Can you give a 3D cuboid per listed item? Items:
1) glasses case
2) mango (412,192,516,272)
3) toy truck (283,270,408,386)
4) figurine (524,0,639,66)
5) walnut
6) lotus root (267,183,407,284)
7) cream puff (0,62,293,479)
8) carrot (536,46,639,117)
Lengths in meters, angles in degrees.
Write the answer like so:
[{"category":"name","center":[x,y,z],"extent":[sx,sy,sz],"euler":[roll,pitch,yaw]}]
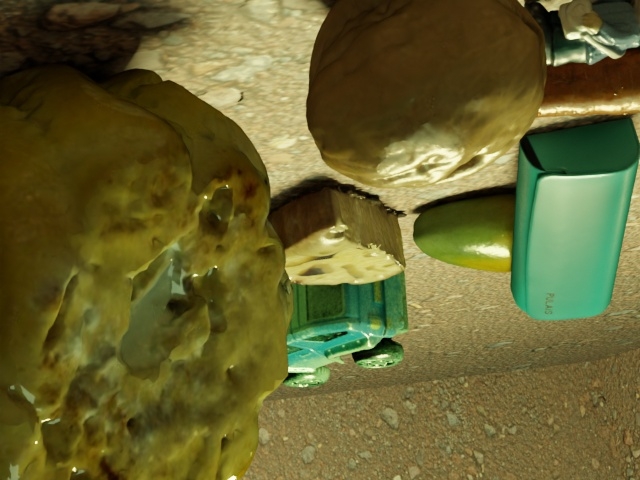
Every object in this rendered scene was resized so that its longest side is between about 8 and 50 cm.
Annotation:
[{"category":"glasses case","center":[0.267,-0.011,1.480],"extent":[0.117,0.070,0.301],"euler":[-10,150,1]},{"category":"mango","center":[0.204,-0.010,1.627],"extent":[0.195,0.092,0.130],"euler":[0,170,-2]},{"category":"toy truck","center":[-0.007,0.091,1.775],"extent":[0.156,0.155,0.279],"euler":[11,158,-38]},{"category":"figurine","center":[0.221,-0.151,0.977],"extent":[0.149,0.087,0.086],"euler":[-11,-154,10]},{"category":"walnut","center":[0.066,-0.106,0.909],"extent":[0.166,0.149,0.166],"euler":[-25,-162,9]},{"category":"lotus root","center":[0.000,0.000,1.529],"extent":[0.170,0.074,0.261],"euler":[-12,168,26]},{"category":"cream puff","center":[-0.186,0.043,0.969],"extent":[0.257,0.324,0.291],"euler":[16,-140,39]},{"category":"carrot","center":[0.168,-0.120,1.145],"extent":[0.224,0.057,0.057],"euler":[-7,169,1]}]
